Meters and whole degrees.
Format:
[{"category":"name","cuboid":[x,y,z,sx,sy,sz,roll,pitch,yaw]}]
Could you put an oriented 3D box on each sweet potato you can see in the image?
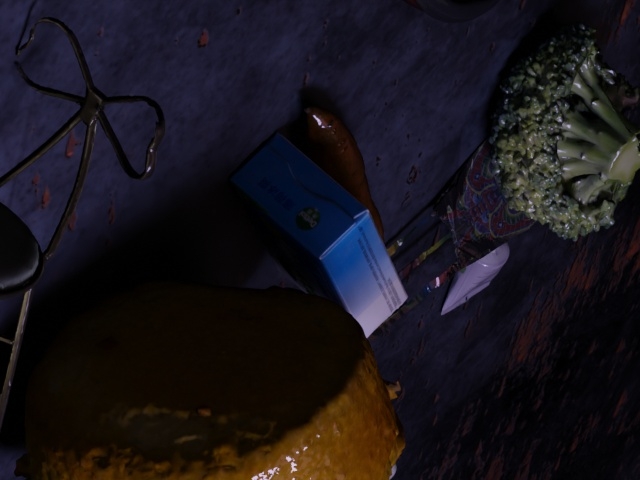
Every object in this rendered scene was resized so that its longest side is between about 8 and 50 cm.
[{"category":"sweet potato","cuboid":[0.023,-0.067,1.930,0.057,0.057,0.264,-46,151,-10]}]

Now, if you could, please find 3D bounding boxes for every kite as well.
[{"category":"kite","cuboid":[0.147,-0.001,2.181,0.285,0.015,0.152,-40,128,-14]}]

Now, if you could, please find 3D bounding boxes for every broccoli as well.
[{"category":"broccoli","cuboid":[0.284,-0.122,2.118,0.198,0.176,0.226,-14,148,-46]}]

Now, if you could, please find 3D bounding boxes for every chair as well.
[{"category":"chair","cuboid":[-0.278,-0.004,1.480,0.170,0.160,0.326,-10,135,-51]}]

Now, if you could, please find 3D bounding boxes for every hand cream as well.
[{"category":"hand cream","cuboid":[0.192,0.032,2.303,0.084,0.053,0.142,-29,158,-29]}]

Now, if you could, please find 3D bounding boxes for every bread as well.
[{"category":"bread","cuboid":[-0.111,0.173,1.739,0.337,0.358,0.204,-60,147,-55]}]

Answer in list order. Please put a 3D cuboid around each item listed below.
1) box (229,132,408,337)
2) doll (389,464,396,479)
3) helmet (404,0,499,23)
[{"category":"box","cuboid":[0.000,-0.001,1.885,0.073,0.139,0.194,-44,150,-10]},{"category":"doll","cuboid":[-0.117,0.282,1.966,0.370,0.215,0.226,-39,-176,-3]},{"category":"helmet","cuboid":[0.128,-0.302,1.664,0.189,0.193,0.216,-6,118,-48]}]
